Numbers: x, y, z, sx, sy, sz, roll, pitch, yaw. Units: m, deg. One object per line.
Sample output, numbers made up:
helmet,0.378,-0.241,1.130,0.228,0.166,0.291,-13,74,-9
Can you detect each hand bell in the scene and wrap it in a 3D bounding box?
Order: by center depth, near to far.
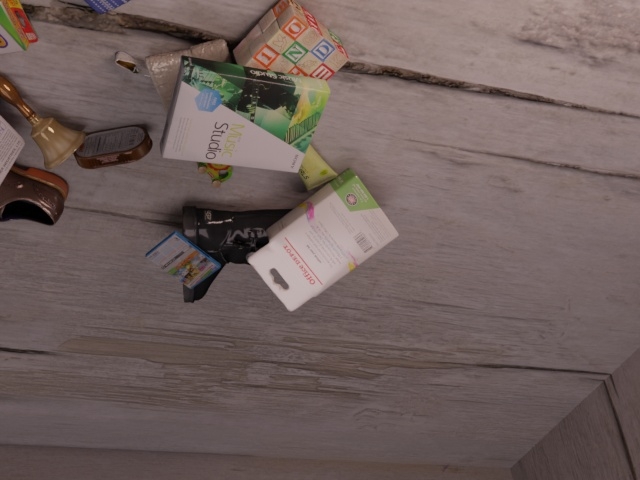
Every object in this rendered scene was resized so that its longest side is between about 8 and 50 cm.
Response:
hand bell,-0.670,-0.291,1.698,0.126,0.126,0.242,-25,125,23

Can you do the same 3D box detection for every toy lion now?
toy lion,-0.260,-0.192,1.897,0.096,0.034,0.100,-27,136,14

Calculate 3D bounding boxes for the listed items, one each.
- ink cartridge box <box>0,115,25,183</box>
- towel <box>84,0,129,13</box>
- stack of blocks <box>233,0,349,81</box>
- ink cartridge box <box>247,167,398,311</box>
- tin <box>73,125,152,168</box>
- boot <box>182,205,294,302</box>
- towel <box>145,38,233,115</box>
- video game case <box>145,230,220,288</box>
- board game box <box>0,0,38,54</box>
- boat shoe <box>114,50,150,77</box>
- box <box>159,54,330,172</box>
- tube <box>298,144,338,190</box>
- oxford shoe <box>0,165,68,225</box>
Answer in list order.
ink cartridge box,-0.846,-0.234,1.555,0.151,0.270,0.395,7,151,23
towel,-0.367,-0.581,1.402,0.335,0.040,0.243,-21,147,20
stack of blocks,-0.108,-0.363,1.617,0.297,0.087,0.171,-40,134,24
ink cartridge box,0.000,0.000,1.942,0.353,0.119,0.207,-36,109,4
tin,-0.498,-0.225,1.774,0.189,0.106,0.040,-9,133,4
boot,-0.170,0.050,2.124,0.444,0.146,0.367,-1,142,-12
towel,-0.270,-0.328,1.706,0.187,0.049,0.282,-14,139,-1
video game case,-0.369,0.054,1.994,0.119,0.015,0.166,-36,124,21
board game box,-0.739,-0.440,1.550,0.259,0.039,0.124,-10,142,2
boat shoe,-0.410,-0.384,1.645,0.100,0.035,0.035,25,132,-30
box,-0.164,-0.262,1.595,0.321,0.059,0.232,3,135,-24
tube,-0.040,-0.209,1.876,0.070,0.062,0.240,15,159,33
oxford shoe,-0.819,-0.129,1.834,0.363,0.133,0.130,13,138,-20
